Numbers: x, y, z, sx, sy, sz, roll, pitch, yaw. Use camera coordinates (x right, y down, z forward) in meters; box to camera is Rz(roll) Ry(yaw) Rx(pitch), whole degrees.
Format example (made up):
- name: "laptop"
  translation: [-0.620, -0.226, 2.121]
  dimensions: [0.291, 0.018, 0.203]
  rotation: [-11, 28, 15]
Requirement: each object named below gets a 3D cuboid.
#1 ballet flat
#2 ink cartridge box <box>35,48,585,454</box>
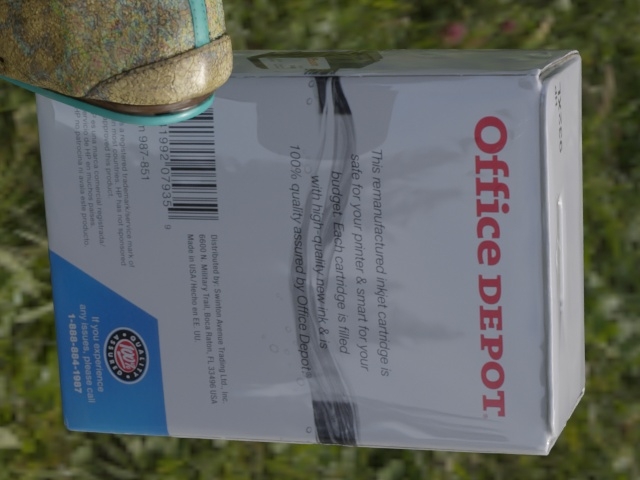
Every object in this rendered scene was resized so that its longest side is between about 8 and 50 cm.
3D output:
- name: "ballet flat"
  translation: [-0.194, -0.146, 1.087]
  dimensions: [0.123, 0.348, 0.123]
  rotation: [-23, 119, -50]
- name: "ink cartridge box"
  translation: [0.000, 0.000, 1.198]
  dimensions: [0.129, 0.307, 0.223]
  rotation: [-35, 124, -68]
